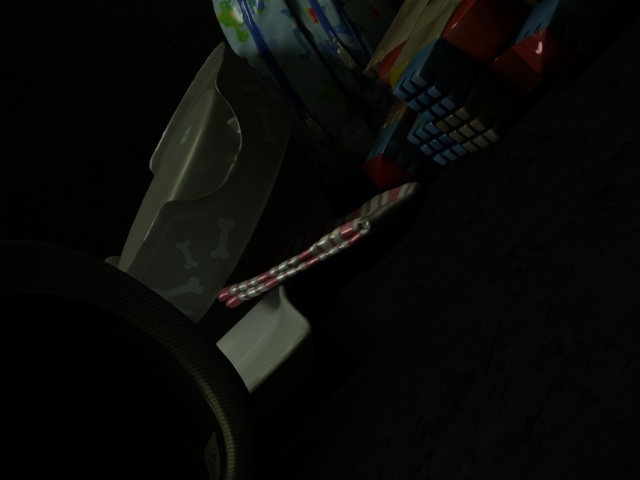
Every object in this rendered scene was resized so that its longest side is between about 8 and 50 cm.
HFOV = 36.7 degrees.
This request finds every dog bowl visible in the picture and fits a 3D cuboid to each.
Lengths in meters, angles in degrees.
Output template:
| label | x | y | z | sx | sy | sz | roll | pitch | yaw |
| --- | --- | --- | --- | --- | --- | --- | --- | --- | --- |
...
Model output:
| label | x | y | z | sx | sy | sz | roll | pitch | yaw |
| --- | --- | --- | --- | --- | --- | --- | --- | --- | --- |
| dog bowl | -0.145 | -0.047 | 1.102 | 0.348 | 0.102 | 0.348 | -55 | 19 | 29 |

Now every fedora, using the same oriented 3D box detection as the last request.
| label | x | y | z | sx | sy | sz | roll | pitch | yaw |
| --- | --- | --- | --- | --- | --- | --- | --- | --- | --- |
| fedora | -0.168 | 0.138 | 0.584 | 0.244 | 0.275 | 0.124 | -34 | -28 | -44 |

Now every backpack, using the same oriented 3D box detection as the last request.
| label | x | y | z | sx | sy | sz | roll | pitch | yaw |
| --- | --- | --- | --- | --- | --- | --- | --- | --- | --- |
| backpack | 0.024 | -0.255 | 1.228 | 0.273 | 0.355 | 0.290 | -38 | 9 | 47 |

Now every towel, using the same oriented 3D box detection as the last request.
| label | x | y | z | sx | sy | sz | roll | pitch | yaw |
| --- | --- | --- | --- | --- | --- | --- | --- | --- | --- |
| towel | 0.000 | 0.000 | 0.978 | 0.197 | 0.029 | 0.144 | -28 | 5 | 30 |

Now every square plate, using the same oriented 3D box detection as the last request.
| label | x | y | z | sx | sy | sz | roll | pitch | yaw |
| --- | --- | --- | --- | --- | --- | --- | --- | --- | --- |
| square plate | -0.129 | 0.185 | 0.824 | 0.344 | 0.049 | 0.347 | -47 | 6 | -2 |

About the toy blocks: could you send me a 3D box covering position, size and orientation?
| label | x | y | z | sx | sy | sz | roll | pitch | yaw |
| --- | --- | --- | --- | --- | --- | --- | --- | --- | --- |
| toy blocks | 0.153 | -0.197 | 0.952 | 0.381 | 0.191 | 0.260 | -26 | 32 | 61 |
